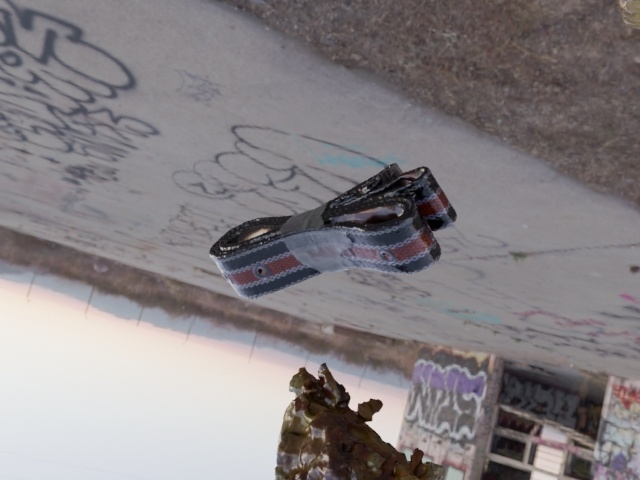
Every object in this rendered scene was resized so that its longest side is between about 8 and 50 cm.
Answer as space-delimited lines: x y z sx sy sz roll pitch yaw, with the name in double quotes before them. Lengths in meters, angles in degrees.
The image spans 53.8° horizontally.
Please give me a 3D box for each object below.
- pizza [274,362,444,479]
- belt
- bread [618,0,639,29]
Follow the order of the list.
"pizza" 0.006 0.181 0.537 0.069 0.154 0.194 33 -161 -42
"belt" 0.000 0.000 0.836 0.359 0.126 0.094 -17 127 34
"bread" 0.446 -0.386 0.810 0.149 0.274 0.274 -17 157 30
